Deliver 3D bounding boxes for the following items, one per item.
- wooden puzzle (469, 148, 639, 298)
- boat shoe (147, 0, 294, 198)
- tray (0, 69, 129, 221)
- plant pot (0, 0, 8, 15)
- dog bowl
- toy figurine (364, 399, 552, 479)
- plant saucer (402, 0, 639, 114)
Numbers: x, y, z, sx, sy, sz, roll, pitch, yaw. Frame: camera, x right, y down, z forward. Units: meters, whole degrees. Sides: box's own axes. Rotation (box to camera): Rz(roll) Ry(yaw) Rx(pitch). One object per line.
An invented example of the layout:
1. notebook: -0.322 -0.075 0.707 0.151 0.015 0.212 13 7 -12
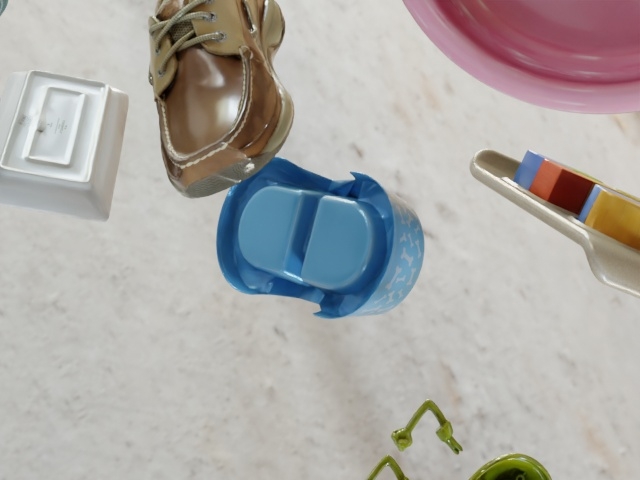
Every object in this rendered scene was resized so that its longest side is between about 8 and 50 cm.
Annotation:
1. wooden puzzle: 0.375 -0.010 1.504 0.322 0.080 0.348 21 15 -23
2. boat shoe: -0.103 -0.159 1.109 0.120 0.122 0.324 56 15 -32
3. tray: -0.291 -0.118 1.413 0.145 0.030 0.270 9 34 -9
4. plant pot: -0.446 -0.249 1.196 0.252 0.247 0.248 28 -9 20
5. dog bowl: 0.000 0.000 1.476 0.074 0.297 0.166 15 89 -42
6. toy figurine: 0.070 0.354 1.321 0.191 0.362 0.217 35 -10 8
7. plant saucer: 0.207 -0.255 0.917 0.332 0.332 0.084 62 16 6
